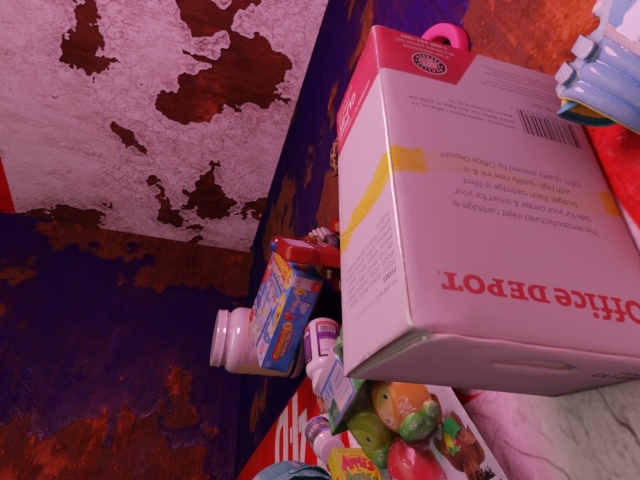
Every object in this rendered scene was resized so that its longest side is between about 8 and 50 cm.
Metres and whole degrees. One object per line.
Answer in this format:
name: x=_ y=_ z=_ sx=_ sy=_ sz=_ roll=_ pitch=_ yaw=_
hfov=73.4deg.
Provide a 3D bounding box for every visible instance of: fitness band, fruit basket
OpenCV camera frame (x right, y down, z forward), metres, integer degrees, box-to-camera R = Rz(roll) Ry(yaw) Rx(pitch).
fitness band: x=0.221 y=-0.309 z=0.920 sx=0.209 sy=0.054 sz=0.291 roll=-117 pitch=41 yaw=-66
fruit basket: x=0.121 y=0.299 z=0.652 sx=0.327 sy=0.165 sz=0.353 roll=107 pitch=150 yaw=-46

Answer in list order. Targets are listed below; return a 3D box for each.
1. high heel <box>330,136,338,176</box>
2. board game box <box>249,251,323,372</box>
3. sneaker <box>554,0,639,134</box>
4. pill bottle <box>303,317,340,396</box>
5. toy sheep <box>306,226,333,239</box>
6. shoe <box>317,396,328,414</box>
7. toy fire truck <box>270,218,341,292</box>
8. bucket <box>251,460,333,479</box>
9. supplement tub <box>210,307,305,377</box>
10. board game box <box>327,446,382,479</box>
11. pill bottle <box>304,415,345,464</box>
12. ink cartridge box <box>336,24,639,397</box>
high heel: x=0.091 y=-0.239 z=1.266 sx=0.261 sy=0.093 sz=0.186 roll=124 pitch=154 yaw=-44
board game box: x=-0.119 y=0.187 z=1.328 sx=0.308 sy=0.086 sz=0.302 roll=-130 pitch=59 yaw=-66
sneaker: x=0.308 y=-0.244 z=0.435 sx=0.208 sy=0.127 sz=0.319 roll=124 pitch=153 yaw=-53
pill bottle: x=0.011 y=0.318 z=1.171 sx=0.194 sy=0.108 sz=0.108 roll=-97 pitch=23 yaw=-48
toy sheep: x=0.000 y=0.000 z=1.426 sx=0.091 sy=0.132 sz=0.091 roll=57 pitch=174 yaw=10
shoe: x=0.013 y=0.407 z=1.226 sx=0.219 sy=0.058 sz=0.077 roll=-106 pitch=10 yaw=-65
toy fire truck: x=0.005 y=0.026 z=1.104 sx=0.302 sy=0.253 sz=0.170 roll=-151 pitch=72 yaw=-74
bucket: x=-0.052 y=0.626 z=0.923 sx=0.183 sy=0.281 sz=0.281 roll=149 pitch=129 yaw=-69
supplement tub: x=-0.226 y=0.373 z=1.577 sx=0.235 sy=0.324 sz=0.236 roll=-170 pitch=90 yaw=-75
board game box: x=0.079 y=0.499 z=0.844 sx=0.181 sy=0.092 sz=0.043 roll=-112 pitch=35 yaw=-62
pill bottle: x=0.011 y=0.514 z=1.104 sx=0.137 sy=0.078 sz=0.078 roll=176 pitch=103 yaw=-73
ink cartridge box: x=0.171 y=-0.035 z=0.499 sx=0.160 sy=0.279 sz=0.385 roll=121 pitch=154 yaw=-54
